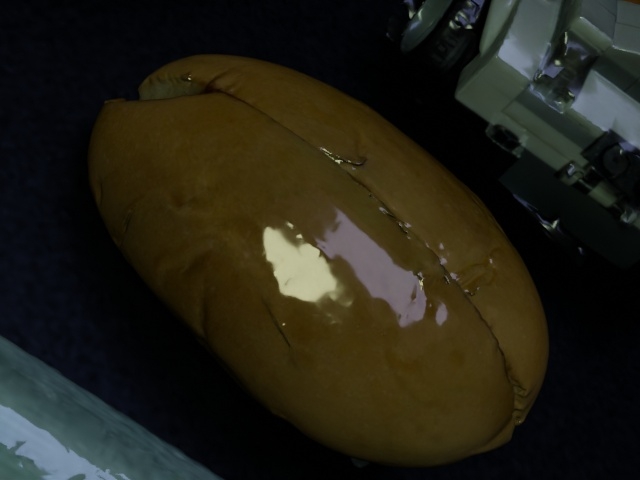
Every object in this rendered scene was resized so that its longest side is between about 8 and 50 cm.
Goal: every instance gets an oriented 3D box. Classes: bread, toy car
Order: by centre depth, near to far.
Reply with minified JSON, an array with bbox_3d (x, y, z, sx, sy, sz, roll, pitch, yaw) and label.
[{"bbox_3d":[0.000,0.000,0.489,0.189,0.077,0.114,41,63,6],"label":"bread"},{"bbox_3d":[0.145,-0.115,0.678,0.193,0.118,0.301,34,45,-12],"label":"toy car"}]

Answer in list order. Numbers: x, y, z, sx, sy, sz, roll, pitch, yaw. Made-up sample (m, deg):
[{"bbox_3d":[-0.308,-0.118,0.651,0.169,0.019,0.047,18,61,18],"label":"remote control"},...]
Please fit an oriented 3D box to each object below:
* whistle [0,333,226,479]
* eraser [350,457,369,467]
[{"bbox_3d":[-0.040,0.100,0.421,0.312,0.062,0.062,35,45,-15],"label":"whistle"},{"bbox_3d":[0.016,0.037,0.532,0.019,0.027,0.099,5,58,-27],"label":"eraser"}]
